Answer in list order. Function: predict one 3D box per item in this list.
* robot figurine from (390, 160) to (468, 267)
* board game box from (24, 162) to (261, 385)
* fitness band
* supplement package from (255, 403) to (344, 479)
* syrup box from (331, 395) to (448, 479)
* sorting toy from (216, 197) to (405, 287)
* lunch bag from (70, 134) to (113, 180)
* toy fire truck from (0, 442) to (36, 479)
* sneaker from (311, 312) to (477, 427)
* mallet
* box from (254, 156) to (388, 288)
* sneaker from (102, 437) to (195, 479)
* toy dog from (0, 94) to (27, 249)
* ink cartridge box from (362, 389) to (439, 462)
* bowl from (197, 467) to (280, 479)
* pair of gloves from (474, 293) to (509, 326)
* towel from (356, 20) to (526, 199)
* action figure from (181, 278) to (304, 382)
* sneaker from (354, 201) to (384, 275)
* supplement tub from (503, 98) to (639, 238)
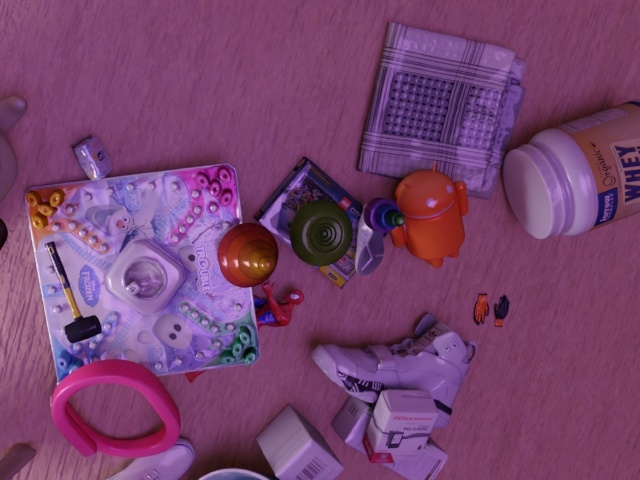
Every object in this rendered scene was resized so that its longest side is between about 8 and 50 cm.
[{"bbox_3d":[0.218,-0.049,1.845,0.158,0.128,0.219,-7,128,14],"label":"robot figurine"},{"bbox_3d":[-0.327,0.072,1.706,0.390,0.050,0.390,-7,101,-2],"label":"board game box"},{"bbox_3d":[-0.385,0.329,1.738,0.209,0.054,0.291,-16,135,6],"label":"fitness band"},{"bbox_3d":[-0.044,0.433,1.871,0.105,0.179,0.105,-46,111,-2],"label":"supplement package"},{"bbox_3d":[0.150,0.430,1.977,0.237,0.093,0.096,33,92,-22],"label":"syrup box"},{"bbox_3d":[0.000,0.000,1.677,0.365,0.126,0.127,-17,103,-19],"label":"sorting toy"},{"bbox_3d":[-0.413,-0.149,1.664,0.053,0.083,0.071,-30,109,-8],"label":"lunch bag"},{"bbox_3d":[-0.676,0.413,1.691,0.158,0.217,0.246,-54,153,1],"label":"toy fire truck"},{"bbox_3d":[0.163,0.240,1.916,0.366,0.137,0.210,27,94,-26],"label":"sneaker"},{"bbox_3d":[-0.447,0.090,1.659,0.062,0.039,0.190,-12,97,0],"label":"mallet"},{"bbox_3d":[0.005,-0.033,1.843,0.233,0.044,0.159,40,89,-22],"label":"box"},{"bbox_3d":[-0.362,0.492,1.835,0.258,0.091,0.094,-32,110,-7],"label":"sneaker"},{"bbox_3d":[-0.606,-0.058,1.453,0.395,0.408,0.284,-33,111,-7],"label":"toy dog"},{"bbox_3d":[0.161,0.377,1.855,0.109,0.063,0.150,4,125,-18],"label":"ink cartridge box"},{"bbox_3d":[-0.127,0.598,1.858,0.311,0.163,0.312,0,91,23],"label":"bowl"},{"bbox_3d":[0.378,0.154,2.024,0.083,0.010,0.074,5,102,-19],"label":"pair of gloves"},{"bbox_3d":[0.254,-0.256,1.860,0.324,0.056,0.312,10,100,-20],"label":"towel"},{"bbox_3d":[-0.167,0.150,1.809,0.280,0.091,0.139,-28,119,-9],"label":"action figure"},{"bbox_3d":[0.097,-0.005,1.819,0.053,0.061,0.152,13,93,-26],"label":"sneaker"},{"bbox_3d":[0.561,-0.142,1.891,0.316,0.228,0.228,-20,108,-12],"label":"supplement tub"}]
